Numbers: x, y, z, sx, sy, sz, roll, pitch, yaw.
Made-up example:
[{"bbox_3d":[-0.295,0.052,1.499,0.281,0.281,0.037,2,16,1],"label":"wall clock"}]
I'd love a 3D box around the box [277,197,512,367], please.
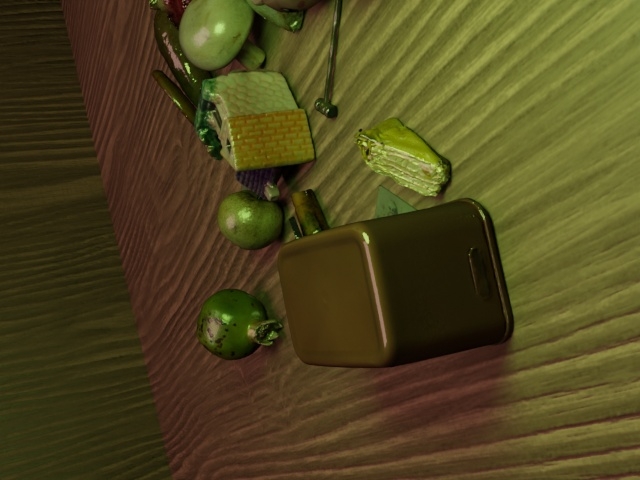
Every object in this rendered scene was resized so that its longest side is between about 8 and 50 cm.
[{"bbox_3d":[0.104,0.079,1.187,0.339,0.229,0.239,-15,85,60],"label":"box"}]

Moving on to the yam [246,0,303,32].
[{"bbox_3d":[-0.125,-0.563,1.566,0.259,0.106,0.106,65,149,30],"label":"yam"}]

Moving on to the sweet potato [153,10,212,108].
[{"bbox_3d":[-0.373,-0.505,2.037,0.422,0.131,0.130,66,150,10],"label":"sweet potato"}]

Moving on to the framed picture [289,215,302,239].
[{"bbox_3d":[-0.008,0.094,1.550,0.192,0.018,0.265,75,175,-68],"label":"framed picture"}]

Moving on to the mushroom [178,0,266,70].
[{"bbox_3d":[-0.216,-0.480,1.671,0.207,0.215,0.207,-28,46,33],"label":"mushroom"}]

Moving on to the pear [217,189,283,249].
[{"bbox_3d":[-0.176,-0.054,1.768,0.167,0.167,0.136,39,115,52],"label":"pear"}]

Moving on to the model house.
[{"bbox_3d":[-0.158,-0.221,1.623,0.237,0.202,0.237,65,149,29],"label":"model house"}]

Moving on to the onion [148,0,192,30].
[{"bbox_3d":[-0.331,-0.628,1.806,0.252,0.219,0.252,166,90,-72],"label":"onion"}]

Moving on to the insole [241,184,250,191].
[{"bbox_3d":[-0.201,-0.132,1.943,0.119,0.009,0.348,50,140,43],"label":"insole"}]

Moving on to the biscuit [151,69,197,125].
[{"bbox_3d":[-0.388,-0.388,2.042,0.262,0.037,0.262,50,-179,-1],"label":"biscuit"}]

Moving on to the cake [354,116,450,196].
[{"bbox_3d":[0.154,-0.148,1.239,0.185,0.116,0.079,19,126,24],"label":"cake"}]

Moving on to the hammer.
[{"bbox_3d":[0.026,-0.391,1.416,0.058,0.029,0.292,41,132,48],"label":"hammer"}]

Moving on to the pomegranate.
[{"bbox_3d":[-0.215,0.219,1.922,0.246,0.198,0.198,-23,76,26],"label":"pomegranate"}]

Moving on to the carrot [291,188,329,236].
[{"bbox_3d":[0.000,0.000,1.550,0.260,0.070,0.070,68,150,28],"label":"carrot"}]

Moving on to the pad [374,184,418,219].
[{"bbox_3d":[0.165,0.018,1.299,0.265,0.009,0.159,42,133,50],"label":"pad"}]

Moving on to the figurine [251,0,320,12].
[{"bbox_3d":[-0.055,-0.523,1.370,0.173,0.173,0.173,29,124,56],"label":"figurine"}]
